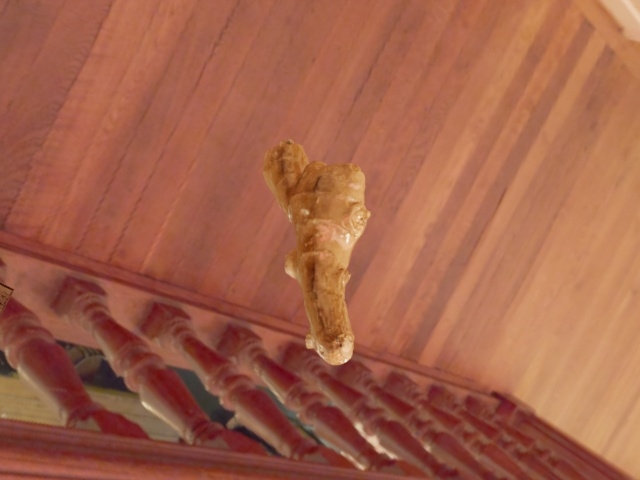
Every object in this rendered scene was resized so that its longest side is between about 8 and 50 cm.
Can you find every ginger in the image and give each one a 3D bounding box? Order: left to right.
[{"bbox_3d":[0.000,0.000,0.964,0.148,0.333,0.081,-21,149,24],"label":"ginger"}]

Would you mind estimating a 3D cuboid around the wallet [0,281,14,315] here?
[{"bbox_3d":[-0.667,0.058,1.394,0.243,0.133,0.039,32,104,-17],"label":"wallet"}]
